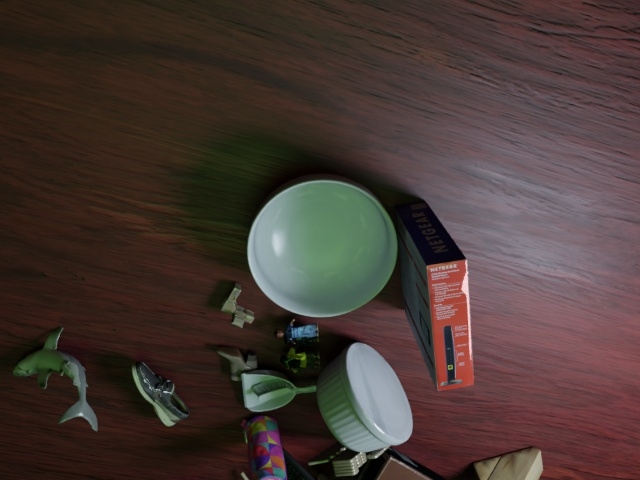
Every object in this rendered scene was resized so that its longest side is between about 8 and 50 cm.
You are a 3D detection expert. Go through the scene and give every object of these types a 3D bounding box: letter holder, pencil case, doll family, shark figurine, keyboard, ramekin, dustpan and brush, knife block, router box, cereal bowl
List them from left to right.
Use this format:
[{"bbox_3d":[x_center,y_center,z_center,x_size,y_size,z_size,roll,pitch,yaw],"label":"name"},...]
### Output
[{"bbox_3d":[-0.614,0.332,1.427,0.166,0.278,0.116,-57,151,-11],"label":"shark figurine"},{"bbox_3d":[-0.149,0.570,1.525,0.104,0.236,0.104,-6,117,-12],"label":"pencil case"},{"bbox_3d":[-0.096,0.395,1.535,0.211,0.060,0.147,-11,127,-15],"label":"dustpan and brush"},{"bbox_3d":[-0.059,0.275,1.488,0.111,0.076,0.193,-3,109,0],"label":"doll family"},{"bbox_3d":[-0.028,0.714,1.598,0.317,0.033,0.201,40,142,21],"label":"keyboard"},{"bbox_3d":[0.000,0.000,1.331,0.339,0.141,0.339,-2,113,-5],"label":"cereal bowl"},{"bbox_3d":[0.103,0.404,1.462,0.127,0.273,0.273,-35,113,22],"label":"ramekin"},{"bbox_3d":[0.223,0.732,1.632,0.302,0.152,0.214,34,83,-18],"label":"letter holder"},{"bbox_3d":[0.248,0.110,1.297,0.082,0.335,0.301,-9,114,0],"label":"router box"},{"bbox_3d":[0.542,0.740,1.654,0.276,0.242,0.088,-15,116,1],"label":"knife block"}]

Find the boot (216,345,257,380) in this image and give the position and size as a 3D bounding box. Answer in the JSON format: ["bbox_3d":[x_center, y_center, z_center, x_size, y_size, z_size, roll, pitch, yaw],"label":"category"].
[{"bbox_3d":[-0.221,0.325,1.509,0.118,0.042,0.087,14,114,-11],"label":"boot"}]

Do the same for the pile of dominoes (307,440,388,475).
[{"bbox_3d":[0.103,0.564,1.537,0.196,0.251,0.040,-16,82,26],"label":"pile of dominoes"}]

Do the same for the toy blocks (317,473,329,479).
[{"bbox_3d":[-0.009,0.776,1.720,0.123,0.054,0.148,38,105,-19],"label":"toy blocks"}]

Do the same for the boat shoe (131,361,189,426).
[{"bbox_3d":[-0.413,0.390,1.503,0.073,0.080,0.223,-23,119,-1],"label":"boat shoe"}]

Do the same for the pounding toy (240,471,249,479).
[{"bbox_3d":[-0.182,0.757,1.661,0.130,0.141,0.100,11,141,-10],"label":"pounding toy"}]

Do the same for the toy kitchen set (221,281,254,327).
[{"bbox_3d":[-0.192,0.163,1.424,0.083,0.068,0.075,27,109,-16],"label":"toy kitchen set"}]
